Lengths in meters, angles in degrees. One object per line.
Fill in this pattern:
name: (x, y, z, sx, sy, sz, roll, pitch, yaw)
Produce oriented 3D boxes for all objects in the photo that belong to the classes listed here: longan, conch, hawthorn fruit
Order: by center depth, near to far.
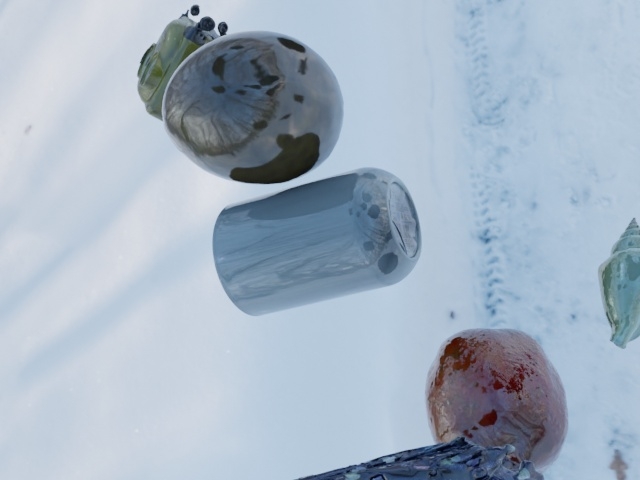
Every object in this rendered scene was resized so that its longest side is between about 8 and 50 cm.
conch: (0.349, 0.049, 0.753, 0.065, 0.088, 0.180, 3, 56, 30)
hawthorn fruit: (0.241, 0.244, 0.930, 0.215, 0.215, 0.250, -33, 24, 33)
longan: (-0.105, -0.209, 1.077, 0.300, 0.300, 0.243, 0, 78, 45)

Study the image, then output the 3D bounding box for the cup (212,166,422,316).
cup: (0.000, 0.000, 1.116, 0.312, 0.205, 0.206, -14, 65, 26)

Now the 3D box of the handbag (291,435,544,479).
handbag: (0.068, 0.256, 0.575, 0.260, 0.162, 0.113, -15, 40, 8)

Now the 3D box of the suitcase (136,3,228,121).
suitcase: (-0.273, -0.346, 1.341, 0.235, 0.143, 0.194, -56, 32, 14)
